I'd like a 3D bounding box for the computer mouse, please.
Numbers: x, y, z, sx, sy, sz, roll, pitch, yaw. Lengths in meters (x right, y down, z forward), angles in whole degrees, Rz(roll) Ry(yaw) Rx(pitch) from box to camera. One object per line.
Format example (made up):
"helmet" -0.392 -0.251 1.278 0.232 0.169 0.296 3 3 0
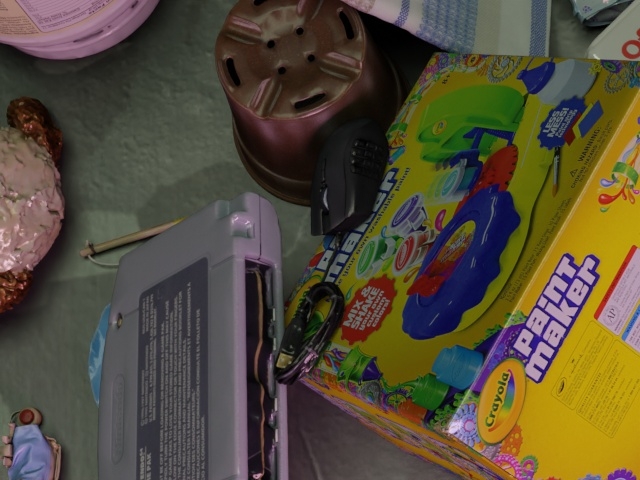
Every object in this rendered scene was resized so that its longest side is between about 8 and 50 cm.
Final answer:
"computer mouse" 0.000 0.000 1.237 0.071 0.041 0.242 -23 41 45

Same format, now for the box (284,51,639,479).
"box" 0.147 0.029 1.213 0.290 0.177 0.279 -60 28 -10

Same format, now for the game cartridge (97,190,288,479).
"game cartridge" -0.104 0.128 1.264 0.196 0.060 0.294 -24 57 41

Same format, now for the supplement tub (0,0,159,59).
"supplement tub" -0.263 -0.308 1.377 0.235 0.325 0.235 -3 73 10

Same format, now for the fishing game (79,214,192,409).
"fishing game" -0.113 0.101 1.382 0.189 0.041 0.264 -13 72 9

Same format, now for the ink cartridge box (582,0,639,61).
"ink cartridge box" 0.369 -0.103 1.296 0.273 0.115 0.198 40 70 19

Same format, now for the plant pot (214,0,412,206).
"plant pot" -0.011 -0.133 1.366 0.167 0.165 0.167 -3 72 9

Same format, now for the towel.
"towel" 0.075 -0.252 1.347 0.285 0.034 0.209 21 54 -23

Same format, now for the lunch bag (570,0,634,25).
"lunch bag" 0.251 -0.228 1.398 0.083 0.053 0.071 -13 70 -11

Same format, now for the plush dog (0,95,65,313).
"plush dog" -0.333 -0.048 1.403 0.225 0.210 0.263 15 76 -10

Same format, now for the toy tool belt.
"toy tool belt" -0.250 0.179 1.376 0.052 0.051 0.083 -12 72 6
